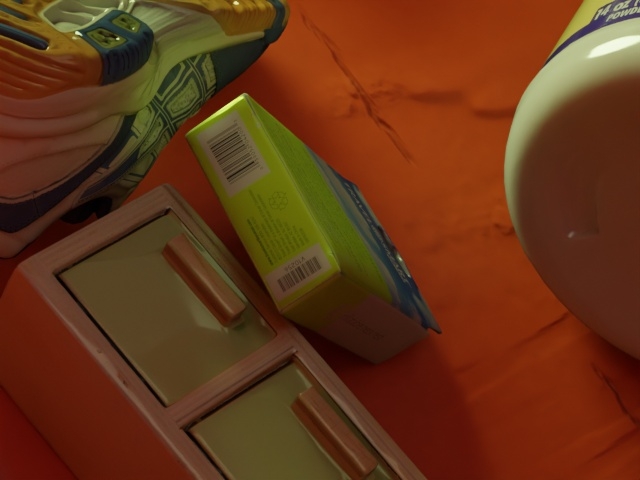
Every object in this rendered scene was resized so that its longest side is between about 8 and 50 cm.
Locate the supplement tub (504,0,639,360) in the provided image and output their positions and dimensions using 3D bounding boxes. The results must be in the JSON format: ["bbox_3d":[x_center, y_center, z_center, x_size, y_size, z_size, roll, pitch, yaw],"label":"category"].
[{"bbox_3d":[0.270,-0.102,1.140,0.241,0.241,0.331,34,49,0],"label":"supplement tub"}]

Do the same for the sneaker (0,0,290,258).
[{"bbox_3d":[-0.117,-0.082,1.036,0.112,0.131,0.296,28,25,15],"label":"sneaker"}]

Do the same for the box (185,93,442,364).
[{"bbox_3d":[0.000,0.000,1.014,0.109,0.042,0.178,61,10,21],"label":"box"}]

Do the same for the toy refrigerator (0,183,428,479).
[{"bbox_3d":[-0.035,0.109,0.938,0.102,0.094,0.269,-31,73,-38],"label":"toy refrigerator"}]
